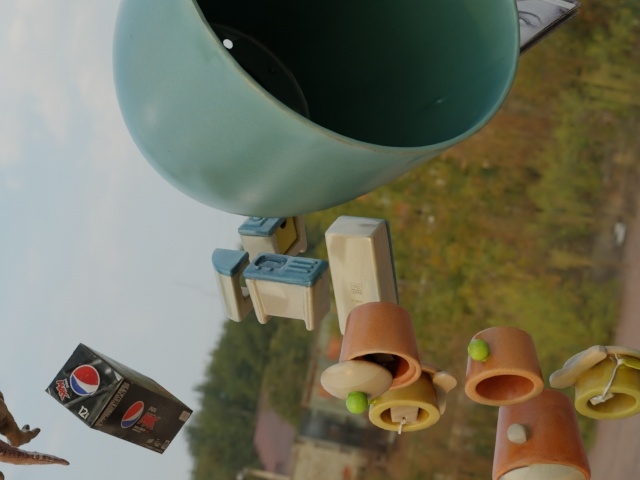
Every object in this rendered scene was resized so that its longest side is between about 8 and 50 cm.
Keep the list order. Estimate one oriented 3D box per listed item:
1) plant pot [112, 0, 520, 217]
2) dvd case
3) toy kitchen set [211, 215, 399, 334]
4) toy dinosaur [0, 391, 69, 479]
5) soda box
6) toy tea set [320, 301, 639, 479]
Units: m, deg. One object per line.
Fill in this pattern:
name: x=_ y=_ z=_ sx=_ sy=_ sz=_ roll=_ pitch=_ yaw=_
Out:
plant pot: x=-0.029 y=-0.151 z=1.079 sx=0.235 sy=0.293 sz=0.293 roll=-38 pitch=31 yaw=52
dvd case: x=0.148 y=-0.227 z=1.463 sx=0.221 sy=0.164 sz=0.018 roll=-36 pitch=-43 yaw=-35
toy kitchen set: x=0.000 y=0.000 z=1.440 sx=0.166 sy=0.207 sz=0.122 roll=-49 pitch=-42 yaw=-50
toy dinosaur: x=-0.439 y=0.192 z=1.641 sx=0.127 sy=0.296 sz=0.200 roll=-41 pitch=-35 yaw=-23
soda box: x=-0.179 y=0.145 z=1.236 sx=0.053 sy=0.060 sz=0.169 roll=-53 pitch=-22 yaw=-5
toy tea set: x=0.149 y=0.169 z=1.285 sx=0.200 sy=0.336 sz=0.124 roll=125 pitch=153 yaw=-51
